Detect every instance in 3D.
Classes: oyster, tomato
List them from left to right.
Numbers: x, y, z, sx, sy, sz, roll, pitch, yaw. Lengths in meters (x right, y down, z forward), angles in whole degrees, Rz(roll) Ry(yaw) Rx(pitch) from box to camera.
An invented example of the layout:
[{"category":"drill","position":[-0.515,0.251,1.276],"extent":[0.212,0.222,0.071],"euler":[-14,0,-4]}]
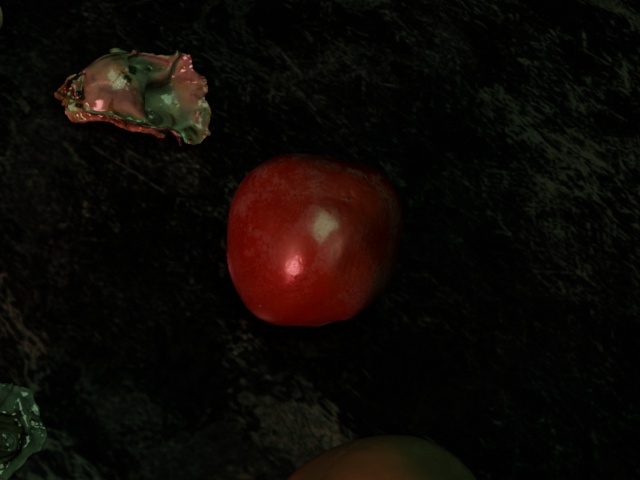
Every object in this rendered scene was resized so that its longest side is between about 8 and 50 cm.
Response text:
[{"category":"oyster","position":[-0.279,0.169,1.055],"extent":[0.100,0.037,0.098],"euler":[5,69,-46]},{"category":"oyster","position":[-0.193,-0.158,1.325],"extent":[0.166,0.053,0.108],"euler":[12,77,-25]},{"category":"tomato","position":[0.000,0.000,1.227],"extent":[0.187,0.151,0.187],"euler":[15,52,-20]}]

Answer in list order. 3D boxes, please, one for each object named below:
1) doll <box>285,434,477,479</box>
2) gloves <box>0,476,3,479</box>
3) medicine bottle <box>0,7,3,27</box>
[{"category":"doll","position":[-0.005,0.256,0.975],"extent":[0.330,0.235,0.174],"euler":[-21,95,-45]},{"category":"gloves","position":[-0.284,0.256,0.929],"extent":[0.145,0.126,0.241],"euler":[-12,89,-36]},{"category":"medicine bottle","position":[-0.406,-0.166,1.197],"extent":[0.114,0.114,0.252],"euler":[34,47,4]}]
